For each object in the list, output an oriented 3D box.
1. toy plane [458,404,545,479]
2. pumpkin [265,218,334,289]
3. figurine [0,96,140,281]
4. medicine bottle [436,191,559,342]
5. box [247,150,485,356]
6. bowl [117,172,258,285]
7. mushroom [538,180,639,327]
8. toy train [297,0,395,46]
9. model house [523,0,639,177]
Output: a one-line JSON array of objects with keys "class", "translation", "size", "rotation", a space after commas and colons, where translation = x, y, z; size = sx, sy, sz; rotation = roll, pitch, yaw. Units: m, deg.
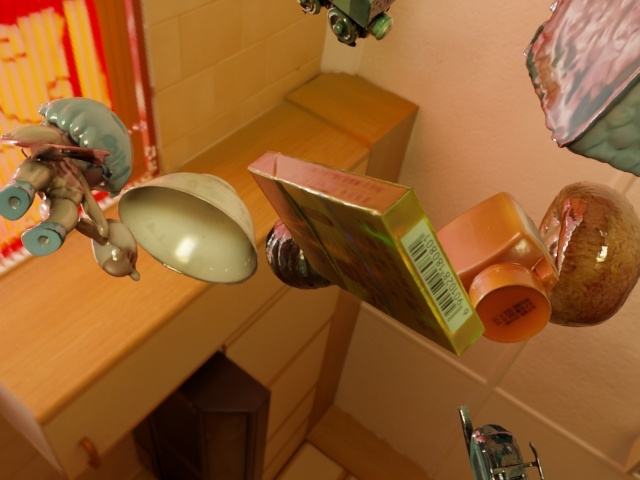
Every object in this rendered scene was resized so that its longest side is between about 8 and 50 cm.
[{"class": "toy plane", "translation": [0.193, 0.290, 0.602], "size": [0.096, 0.060, 0.235], "rotation": [125, -42, -64]}, {"class": "pumpkin", "translation": [0.000, 0.000, 1.012], "size": [0.202, 0.202, 0.140], "rotation": [9, -55, 38]}, {"class": "figurine", "translation": [-0.225, -0.054, 0.552], "size": [0.205, 0.103, 0.260], "rotation": [48, 6, -25]}, {"class": "medicine bottle", "translation": [0.261, 0.042, 0.852], "size": [0.149, 0.222, 0.112], "rotation": [-35, -67, 23]}, {"class": "box", "translation": [0.023, -0.001, 0.418], "size": [0.193, 0.030, 0.121], "rotation": [25, -28, 57]}, {"class": "bowl", "translation": [-0.253, -0.053, 1.219], "size": [0.313, 0.146, 0.313], "rotation": [14, -37, 11]}, {"class": "mushroom", "translation": [0.489, 0.039, 1.222], "size": [0.356, 0.331, 0.334], "rotation": [6, -91, 31]}, {"class": "toy train", "translation": [0.052, -0.592, 1.286], "size": [0.299, 0.167, 0.238], "rotation": [41, -14, 10]}, {"class": "model house", "translation": [0.501, -0.237, 0.674], "size": [0.339, 0.297, 0.360], "rotation": [24, -52, -12]}]
